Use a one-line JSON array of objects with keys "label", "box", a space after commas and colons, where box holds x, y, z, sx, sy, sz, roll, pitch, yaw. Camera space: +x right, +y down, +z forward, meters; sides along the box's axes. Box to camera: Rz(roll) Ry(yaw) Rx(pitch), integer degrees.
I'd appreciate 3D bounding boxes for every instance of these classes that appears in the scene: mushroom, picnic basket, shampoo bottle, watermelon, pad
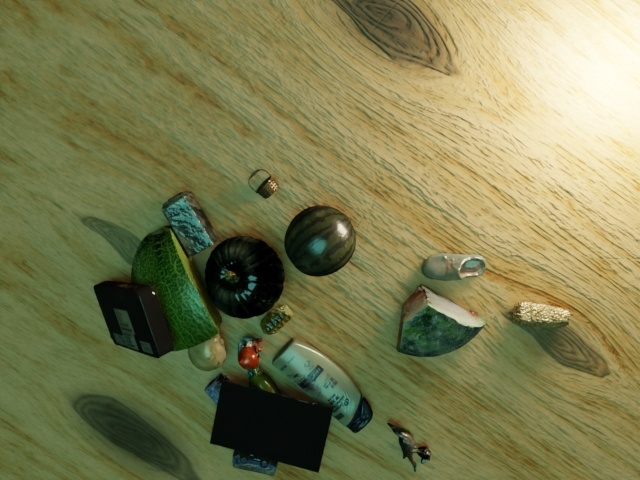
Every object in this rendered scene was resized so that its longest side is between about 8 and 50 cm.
[{"label": "mushroom", "box": [-0.357, 0.342, 1.812, 0.148, 0.112, 0.148, 25, 126, 40]}, {"label": "picnic basket", "box": [-0.172, -0.172, 1.709, 0.072, 0.072, 0.083, -44, 109, 11]}, {"label": "shampoo bottle", "box": [0.020, 0.457, 1.834, 0.359, 0.078, 0.134, 42, 98, -6]}, {"label": "watermelon", "box": [0.330, 0.251, 1.761, 0.319, 0.214, 0.289, 3, 145, -35]}, {"label": "pad", "box": [-0.158, 0.593, 1.829, 0.367, 0.007, 0.248, 13, 107, 3]}, {"label": "watermelon", "box": [0.000, 0.000, 1.669, 0.212, 0.212, 0.212, 1, 102, 3]}]

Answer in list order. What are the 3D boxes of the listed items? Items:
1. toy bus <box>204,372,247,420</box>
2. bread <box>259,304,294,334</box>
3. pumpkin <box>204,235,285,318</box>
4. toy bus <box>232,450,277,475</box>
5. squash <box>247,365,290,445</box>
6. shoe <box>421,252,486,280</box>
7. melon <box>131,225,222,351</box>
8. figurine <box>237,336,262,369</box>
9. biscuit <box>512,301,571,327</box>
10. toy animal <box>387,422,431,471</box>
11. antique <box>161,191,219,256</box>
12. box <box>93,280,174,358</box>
[{"label": "toy bus", "box": [-0.297, 0.519, 1.869, 0.076, 0.073, 0.167, -37, 95, 13]}, {"label": "bread", "box": [-0.143, 0.251, 1.809, 0.110, 0.060, 0.066, -43, 126, 12]}, {"label": "pumpkin", "box": [-0.231, 0.108, 1.707, 0.249, 0.216, 0.250, -3, 81, 17]}, {"label": "toy bus", "box": [-0.220, 0.743, 1.925, 0.153, 0.051, 0.061, 11, 109, 1]}, {"label": "squash", "box": [-0.156, 0.531, 1.859, 0.087, 0.087, 0.332, -24, 98, 8]}, {"label": "shoe", "box": [0.407, 0.082, 1.729, 0.195, 0.078, 0.079, -3, 103, 0]}, {"label": "melon", "box": [-0.452, 0.141, 1.748, 0.331, 0.226, 0.344, -16, 107, 50]}, {"label": "figurine", "box": [-0.224, 0.351, 1.792, 0.075, 0.140, 0.068, 7, 105, 0]}, {"label": "biscuit", "box": [0.671, 0.228, 1.747, 0.168, 0.082, 0.070, 6, 78, 2]}, {"label": "toy animal", "box": [0.284, 0.665, 1.871, 0.105, 0.070, 0.202, -33, 103, 29]}, {"label": "antique", "box": [-0.396, -0.055, 1.740, 0.086, 0.088, 0.183, -28, 99, 8]}, {"label": "box", "box": [-0.566, 0.228, 1.715, 0.350, 0.058, 0.211, -2, 109, 50]}]
